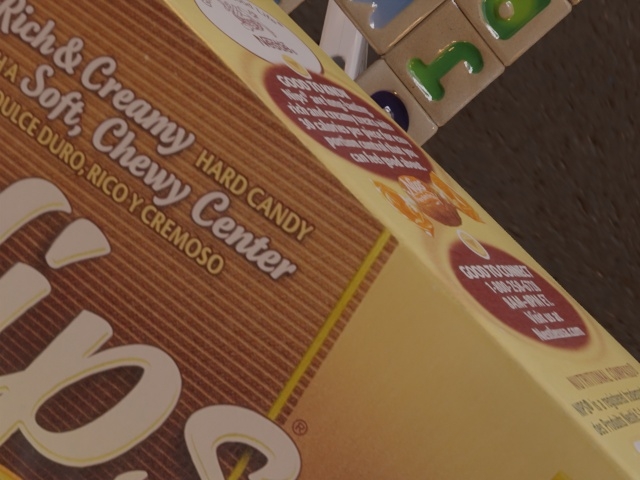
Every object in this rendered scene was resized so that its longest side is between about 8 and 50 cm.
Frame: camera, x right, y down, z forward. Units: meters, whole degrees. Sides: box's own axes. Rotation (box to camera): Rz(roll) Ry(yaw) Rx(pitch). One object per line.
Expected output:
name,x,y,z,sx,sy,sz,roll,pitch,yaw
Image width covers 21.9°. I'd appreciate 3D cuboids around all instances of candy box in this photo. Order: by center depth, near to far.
candy box,-0.019,0.067,0.423,0.316,0.087,0.183,47,108,20

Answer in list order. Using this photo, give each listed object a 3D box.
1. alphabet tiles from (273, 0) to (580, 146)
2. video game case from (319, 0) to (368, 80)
alphabet tiles,-0.010,-0.148,0.677,0.198,0.009,0.237,-42,103,-6
video game case,0.000,0.000,0.954,0.026,0.227,0.206,9,60,4
